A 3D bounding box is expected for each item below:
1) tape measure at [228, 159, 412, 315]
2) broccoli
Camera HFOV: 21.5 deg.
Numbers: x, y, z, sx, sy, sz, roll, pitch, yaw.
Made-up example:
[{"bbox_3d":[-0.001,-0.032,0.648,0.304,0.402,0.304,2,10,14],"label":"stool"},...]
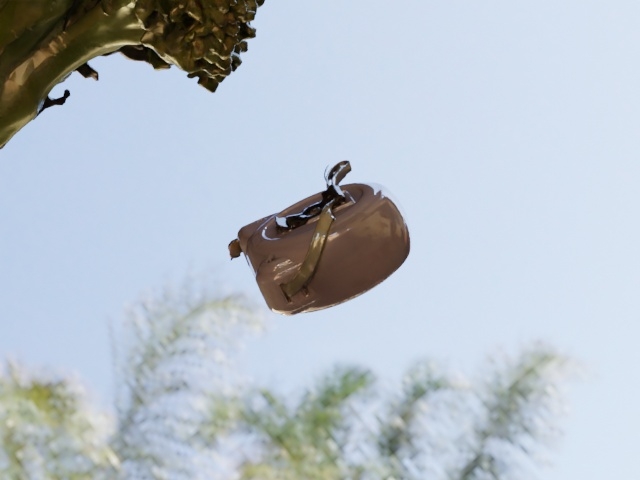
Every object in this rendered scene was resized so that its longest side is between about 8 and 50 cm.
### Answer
[{"bbox_3d":[0.003,-0.002,1.766,0.178,0.196,0.105,-26,-75,-9],"label":"tape measure"},{"bbox_3d":[-0.154,-0.179,1.104,0.242,0.180,0.273,38,-99,-18],"label":"broccoli"}]
